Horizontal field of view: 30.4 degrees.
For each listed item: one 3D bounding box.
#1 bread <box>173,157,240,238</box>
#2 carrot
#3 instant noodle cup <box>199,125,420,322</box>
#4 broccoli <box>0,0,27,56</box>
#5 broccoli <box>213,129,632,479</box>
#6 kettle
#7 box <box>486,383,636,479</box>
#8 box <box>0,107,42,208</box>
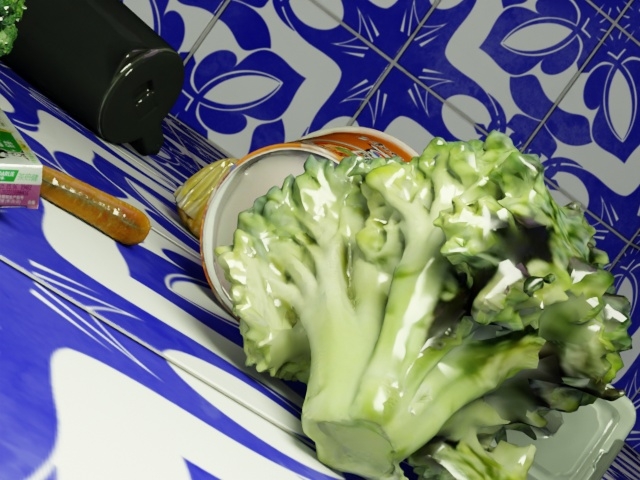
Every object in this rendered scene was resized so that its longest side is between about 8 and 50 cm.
[{"bbox_3d":[-0.097,-0.041,1.622,0.152,0.119,0.288,39,5,4],"label":"bread"},{"bbox_3d":[-0.242,-0.045,1.104,0.190,0.037,0.037,29,7,-31],"label":"carrot"},{"bbox_3d":[0.000,0.000,1.239,0.250,0.250,0.192,37,13,13],"label":"instant noodle cup"},{"bbox_3d":[-0.465,-0.370,1.447,0.308,0.275,0.308,40,-22,20],"label":"broccoli"},{"bbox_3d":[0.075,0.067,0.953,0.348,0.293,0.281,25,42,0],"label":"broccoli"},{"bbox_3d":[-0.386,-0.284,1.871,0.308,0.262,0.203,40,41,19],"label":"kettle"},{"bbox_3d":[0.241,0.201,1.404,0.227,0.162,0.130,36,-7,1],"label":"box"},{"bbox_3d":[-0.279,-0.079,0.972,0.050,0.041,0.207,2,21,-28],"label":"box"}]
